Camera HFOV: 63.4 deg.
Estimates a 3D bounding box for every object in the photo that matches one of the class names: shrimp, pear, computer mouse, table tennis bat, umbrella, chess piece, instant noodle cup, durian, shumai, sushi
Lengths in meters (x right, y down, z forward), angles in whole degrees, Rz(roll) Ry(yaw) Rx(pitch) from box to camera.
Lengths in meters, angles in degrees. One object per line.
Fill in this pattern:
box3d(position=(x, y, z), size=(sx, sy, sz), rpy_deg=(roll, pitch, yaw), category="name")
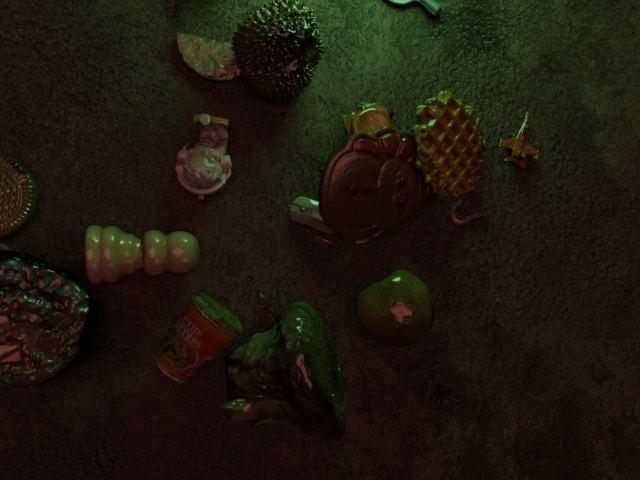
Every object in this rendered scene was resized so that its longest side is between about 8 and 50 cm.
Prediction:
box3d(position=(0.467, -0.091, 1.652), size=(0.115, 0.023, 0.083), rpy_deg=(-9, 86, -3), category="shrimp")
box3d(position=(0.225, 0.209, 1.524), size=(0.229, 0.188, 0.211), rpy_deg=(-31, 79, -7), category="pear")
box3d(position=(-0.014, -0.079, 1.578), size=(0.182, 0.056, 0.089), rpy_deg=(20, 81, -5), category="computer mouse")
box3d(position=(0.285, -0.800, 1.656), size=(0.237, 0.038, 0.149), rpy_deg=(37, 83, -1), category="table tennis bat")
box3d(position=(-0.144, 0.222, 1.556), size=(0.044, 0.044, 0.269), rpy_deg=(-35, 91, 23), category="umbrella")
box3d(position=(-0.498, 0.034, 1.477), size=(0.300, 0.167, 0.166), rpy_deg=(-2, 88, -14), category="chess piece")
box3d(position=(-0.353, 0.282, 1.468), size=(0.193, 0.193, 0.212), rpy_deg=(40, 94, -4), category="instant noodle cup")
box3d(position=(-0.128, -0.558, 1.500), size=(0.291, 0.291, 0.225), rpy_deg=(-41, 52, -7), category="durian")
box3d(position=(-0.110, 0.381, 1.427), size=(0.324, 0.324, 0.397), rpy_deg=(-15, 118, 11), category="shumai")
box3d(position=(-0.779, 0.191, 1.378), size=(0.329, 0.285, 0.327), rpy_deg=(14, 91, -27), category="sushi")

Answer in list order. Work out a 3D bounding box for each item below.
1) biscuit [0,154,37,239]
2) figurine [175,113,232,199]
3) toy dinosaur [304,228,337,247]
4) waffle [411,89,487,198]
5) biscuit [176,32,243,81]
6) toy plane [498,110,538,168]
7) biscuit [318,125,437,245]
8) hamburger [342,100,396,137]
box3d(position=(-0.928, -0.121, 1.457), size=(0.260, 0.079, 0.258), rpy_deg=(0, 87, -7), category="biscuit")
box3d(position=(-0.332, -0.237, 1.502), size=(0.163, 0.141, 0.236), rpy_deg=(14, 86, -1), category="figurine")
box3d(position=(-0.003, 0.003, 1.587), size=(0.113, 0.026, 0.041), rpy_deg=(30, 67, 4), category="toy dinosaur")
box3d(position=(0.397, -0.290, 1.570), size=(0.302, 0.068, 0.324), rpy_deg=(-7, 99, -36), category="waffle")
box3d(position=(-0.319, -0.547, 1.573), size=(0.250, 0.032, 0.133), rpy_deg=(9, 86, -7), category="biscuit")
box3d(position=(0.644, -0.326, 1.671), size=(0.135, 0.062, 0.188), rpy_deg=(16, 72, -6), category="toy plane")
box3d(position=(0.179, -0.159, 1.550), size=(0.382, 0.074, 0.358), rpy_deg=(0, 107, -16), category="biscuit")
box3d(position=(0.150, -0.334, 1.589), size=(0.164, 0.093, 0.189), rpy_deg=(-13, 90, -9), category="hamburger")
